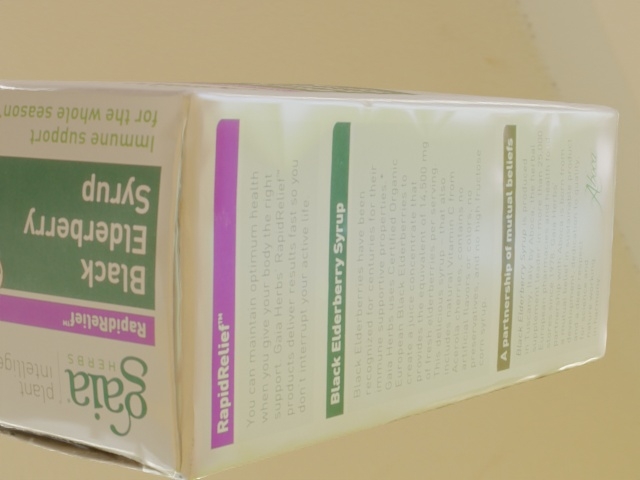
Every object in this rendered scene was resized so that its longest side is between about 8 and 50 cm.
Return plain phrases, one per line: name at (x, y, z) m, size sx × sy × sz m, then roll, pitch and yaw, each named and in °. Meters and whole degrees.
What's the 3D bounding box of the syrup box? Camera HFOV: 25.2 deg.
syrup box at (0.000, 0.000, 0.441) m, size 0.237 × 0.093 × 0.096 m, roll -4°, pitch -82°, yaw -54°
